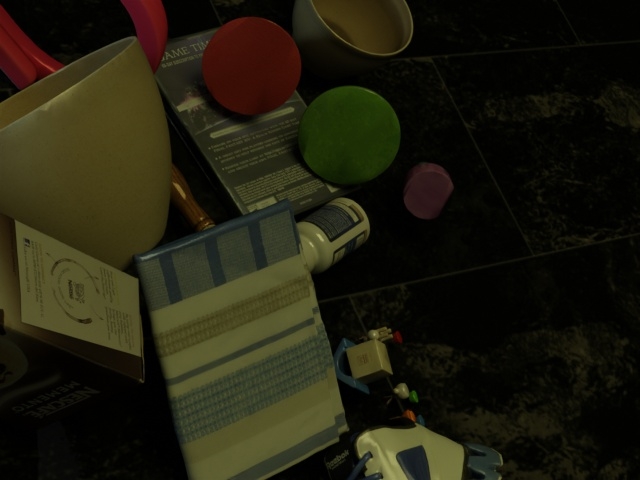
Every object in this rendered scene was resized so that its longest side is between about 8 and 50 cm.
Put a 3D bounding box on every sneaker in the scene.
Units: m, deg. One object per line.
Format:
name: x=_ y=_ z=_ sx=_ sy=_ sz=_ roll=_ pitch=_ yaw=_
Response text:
sneaker: x=0.072 y=0.307 z=1.472 sx=0.182 sy=0.127 sz=0.315 roll=32 pitch=41 yaw=-7

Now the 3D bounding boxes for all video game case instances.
video game case: x=-0.091 y=-0.146 z=1.725 sx=0.196 sy=0.026 sz=0.274 roll=-23 pitch=74 yaw=-42

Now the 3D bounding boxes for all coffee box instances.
coffee box: x=-0.322 y=0.065 z=1.257 sx=0.297 sy=0.168 sz=0.119 roll=30 pitch=43 yaw=-46

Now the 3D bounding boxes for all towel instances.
towel: x=-0.080 y=0.117 z=1.444 sx=0.209 sy=0.034 sz=0.285 roll=-23 pitch=107 yaw=-35

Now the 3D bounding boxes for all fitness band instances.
fitness band: x=-0.296 y=-0.273 z=1.522 sx=0.291 sy=0.209 sz=0.054 roll=53 pitch=29 yaw=-29

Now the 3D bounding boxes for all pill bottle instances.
pill bottle: x=0.000 y=0.000 z=1.657 sx=0.067 sy=0.067 sz=0.120 roll=51 pitch=46 yaw=6

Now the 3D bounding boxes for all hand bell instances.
hand bell: x=-0.139 y=-0.020 z=1.572 sx=0.126 sy=0.126 sz=0.242 roll=-22 pitch=62 yaw=-42

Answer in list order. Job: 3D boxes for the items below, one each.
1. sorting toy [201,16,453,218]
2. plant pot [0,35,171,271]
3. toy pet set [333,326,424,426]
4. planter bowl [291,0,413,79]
sorting toy: x=0.015 y=-0.163 z=1.745 sx=0.365 sy=0.127 sz=0.126 roll=34 pitch=17 yaw=-14
plant pot: x=-0.264 y=-0.055 z=1.403 sx=0.284 sy=0.284 sz=0.191 roll=-45 pitch=112 yaw=-44
toy pet set: x=0.060 y=0.162 z=1.610 sx=0.114 sy=0.065 sz=0.122 roll=35 pitch=37 yaw=-61
planter bowl: x=0.028 y=-0.282 z=1.838 sx=0.162 sy=0.109 sz=0.162 roll=17 pitch=52 yaw=-23
